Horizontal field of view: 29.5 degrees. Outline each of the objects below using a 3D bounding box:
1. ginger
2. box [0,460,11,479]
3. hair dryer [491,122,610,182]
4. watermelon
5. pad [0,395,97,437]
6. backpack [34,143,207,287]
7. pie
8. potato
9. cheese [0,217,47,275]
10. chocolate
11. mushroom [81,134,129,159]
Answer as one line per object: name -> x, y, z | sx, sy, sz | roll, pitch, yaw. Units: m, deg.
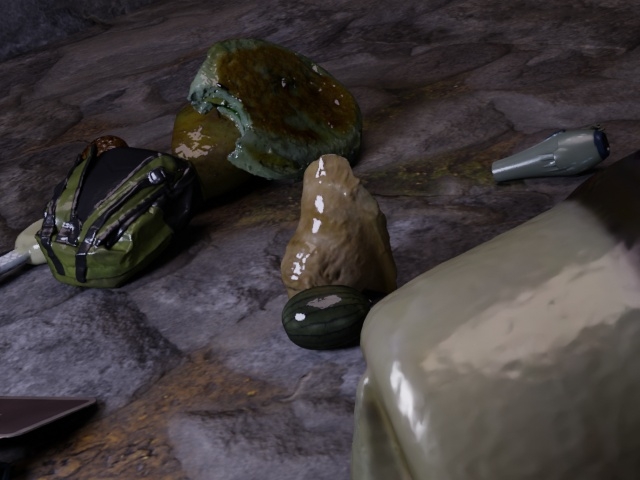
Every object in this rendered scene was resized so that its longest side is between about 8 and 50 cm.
ginger -> 0.001, -0.004, 1.487 | 0.123, 0.193, 0.115 | -29, 23, -31
box -> -0.393, 0.254, 1.318 | 0.099, 0.054, 0.074 | -15, 22, 1
hair dryer -> 0.331, -0.132, 1.760 | 0.167, 0.067, 0.199 | -15, 12, 14
watermelon -> 0.009, 0.089, 1.420 | 0.111, 0.078, 0.078 | -8, 25, 12
pad -> -0.408, 0.205, 1.424 | 0.266, 0.002, 0.176 | -3, 7, 27
backpack -> -0.303, -0.040, 1.799 | 0.207, 0.140, 0.253 | 8, 45, 30
pie -> -0.065, -0.210, 1.940 | 0.302, 0.302, 0.067 | -45, -6, -49
potato -> -0.162, -0.167, 2.000 | 0.176, 0.141, 0.298 | 1, 28, 26
cheese -> -0.445, 0.016, 1.880 | 0.127, 0.049, 0.235 | 8, 32, 41
chocolate -> 0.160, 0.128, 0.935 | 0.297, 0.326, 0.314 | -12, -10, 0
mushroom -> -0.378, -0.134, 2.127 | 0.109, 0.085, 0.126 | -31, 23, -31
